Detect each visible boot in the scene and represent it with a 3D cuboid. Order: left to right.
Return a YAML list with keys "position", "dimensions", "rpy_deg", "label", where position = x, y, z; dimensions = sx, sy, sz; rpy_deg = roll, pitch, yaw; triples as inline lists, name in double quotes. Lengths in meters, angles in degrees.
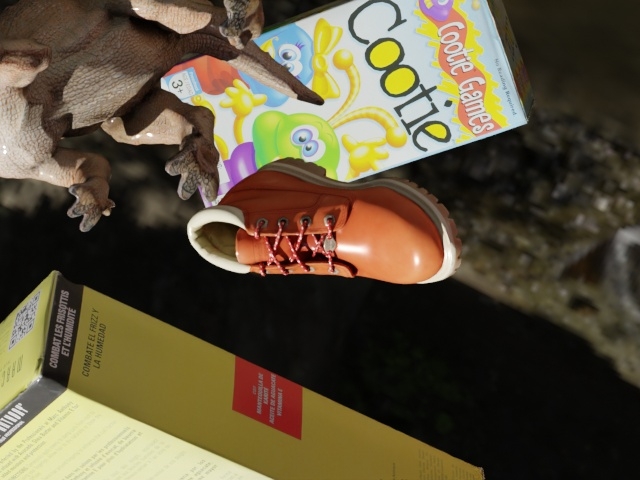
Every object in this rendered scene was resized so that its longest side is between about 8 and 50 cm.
- position: [0.000, 0.000, 0.818]
  dimensions: [0.158, 0.059, 0.084]
  rpy_deg: [13, -152, 42]
  label: "boot"

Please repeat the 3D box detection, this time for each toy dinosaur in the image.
- position: [-0.149, -0.102, 0.837]
  dimensions: [0.295, 0.127, 0.200]
  rpy_deg: [-17, -150, -28]
  label: "toy dinosaur"

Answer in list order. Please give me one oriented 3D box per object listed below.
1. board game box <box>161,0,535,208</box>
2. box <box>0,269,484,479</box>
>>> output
- position: [0.026, -0.131, 1.274]
  dimensions: [0.144, 0.275, 0.142]
  rpy_deg: [-52, -57, -73]
  label: "board game box"
- position: [-0.039, 0.099, 0.661]
  dimensions: [0.232, 0.087, 0.058]
  rpy_deg: [27, -136, -25]
  label: "box"
